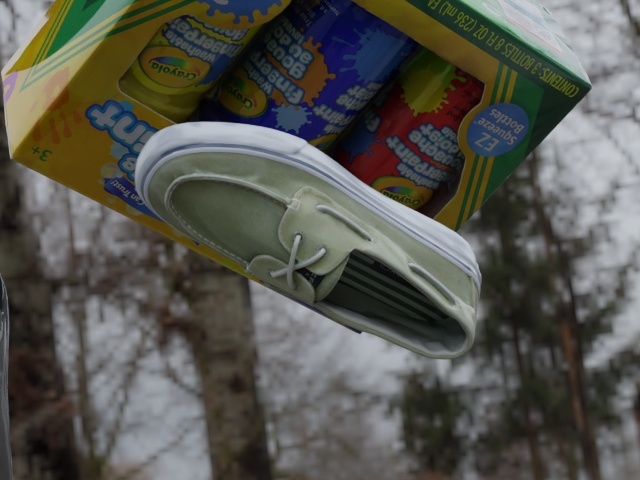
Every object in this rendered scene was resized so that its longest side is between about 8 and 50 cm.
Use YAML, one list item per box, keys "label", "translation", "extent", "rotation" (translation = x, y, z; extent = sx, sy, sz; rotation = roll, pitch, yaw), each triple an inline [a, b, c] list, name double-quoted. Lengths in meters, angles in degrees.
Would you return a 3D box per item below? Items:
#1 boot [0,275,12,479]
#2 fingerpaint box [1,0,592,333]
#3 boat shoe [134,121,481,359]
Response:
- label: "boot"
  translation: [-0.236, 0.192, 1.209]
  extent: [0.118, 0.338, 0.223]
  rotation: [-4, -26, 17]
- label: "fingerpaint box"
  translation: [-0.025, -0.155, 1.784]
  extent: [0.445, 0.163, 0.371]
  rotation: [29, -64, -31]
- label: "boat shoe"
  translation: [0.000, 0.000, 1.396]
  extent: [0.302, 0.094, 0.109]
  rotation: [21, -58, -20]
